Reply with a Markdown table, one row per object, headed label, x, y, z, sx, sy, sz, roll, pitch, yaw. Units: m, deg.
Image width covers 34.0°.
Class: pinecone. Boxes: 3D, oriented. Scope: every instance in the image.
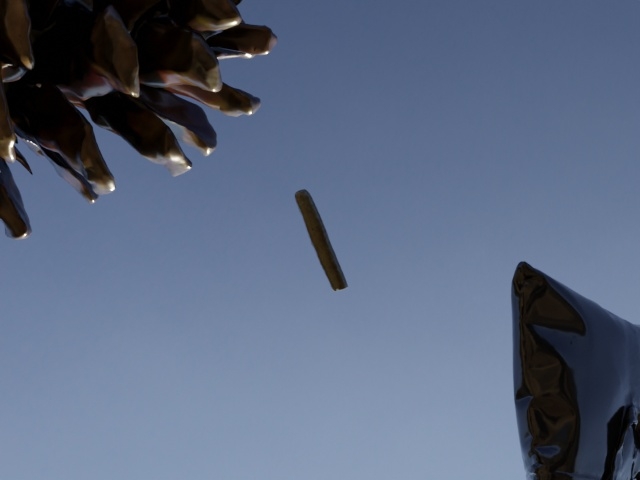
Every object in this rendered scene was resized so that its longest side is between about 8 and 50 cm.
| label | x | y | z | sx | sy | sz | roll | pitch | yaw |
| --- | --- | --- | --- | --- | --- | --- | --- | --- | --- |
| pinecone | -0.182 | -0.114 | 0.677 | 0.309 | 0.244 | 0.244 | -4 | -65 | -10 |

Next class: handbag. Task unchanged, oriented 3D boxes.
| label | x | y | z | sx | sy | sz | roll | pitch | yaw |
| --- | --- | --- | --- | --- | --- | --- | --- | --- | --- |
| handbag | 0.237 | 0.150 | 0.914 | 0.088 | 0.254 | 0.211 | -13 | -114 | 34 |

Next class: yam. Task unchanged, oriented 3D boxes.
| label | x | y | z | sx | sy | sz | roll | pitch | yaw |
| --- | --- | --- | --- | --- | --- | --- | --- | --- | --- |
| yam | 0.000 | 0.000 | 1.112 | 0.021 | 0.021 | 0.116 | -20 | -82 | 22 |
